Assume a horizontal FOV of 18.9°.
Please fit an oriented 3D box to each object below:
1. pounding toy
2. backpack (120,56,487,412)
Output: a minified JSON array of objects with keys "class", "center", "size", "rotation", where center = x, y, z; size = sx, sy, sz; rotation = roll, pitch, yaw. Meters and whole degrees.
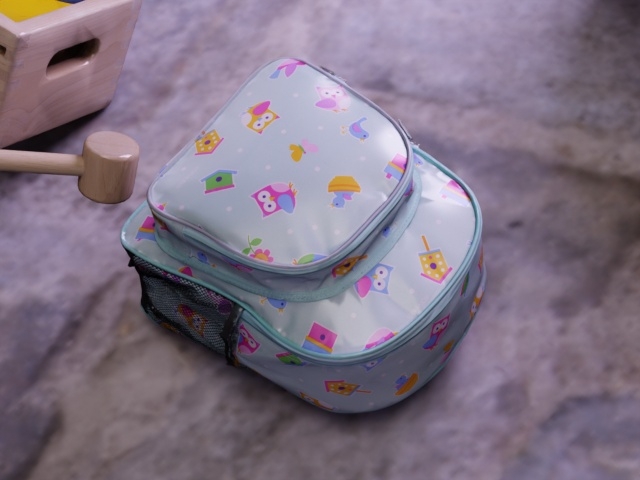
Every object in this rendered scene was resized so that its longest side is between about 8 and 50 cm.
[{"class":"pounding toy","center":[-0.183,-0.110,1.145],"size":[0.206,0.094,0.181],"rotation":[31,31,19]},{"class":"backpack","center":[0.000,0.000,1.098],"size":[0.188,0.144,0.166],"rotation":[34,64,17]}]
